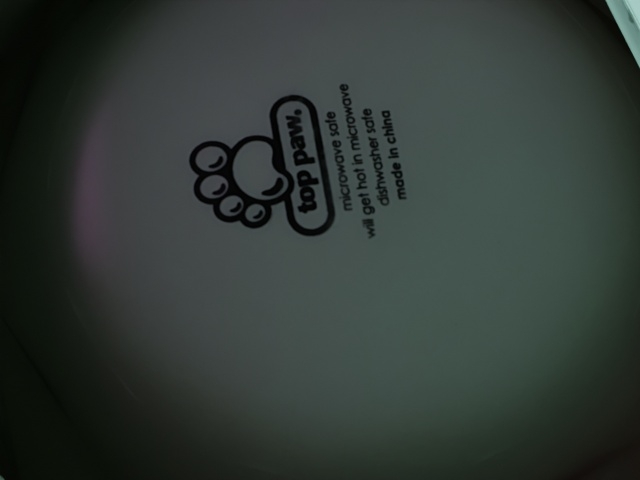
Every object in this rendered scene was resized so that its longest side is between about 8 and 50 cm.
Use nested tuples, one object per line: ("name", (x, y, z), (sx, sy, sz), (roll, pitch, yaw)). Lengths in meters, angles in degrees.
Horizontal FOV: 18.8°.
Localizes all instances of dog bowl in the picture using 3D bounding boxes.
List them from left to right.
("dog bowl", (0.011, -0.014, 0.708), (0.150, 0.408, 0.408), (99, -164, -67))

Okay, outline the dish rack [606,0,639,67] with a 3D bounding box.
("dish rack", (0.180, -0.076, 0.503), (0.285, 0.072, 0.332), (-44, 65, 51))
